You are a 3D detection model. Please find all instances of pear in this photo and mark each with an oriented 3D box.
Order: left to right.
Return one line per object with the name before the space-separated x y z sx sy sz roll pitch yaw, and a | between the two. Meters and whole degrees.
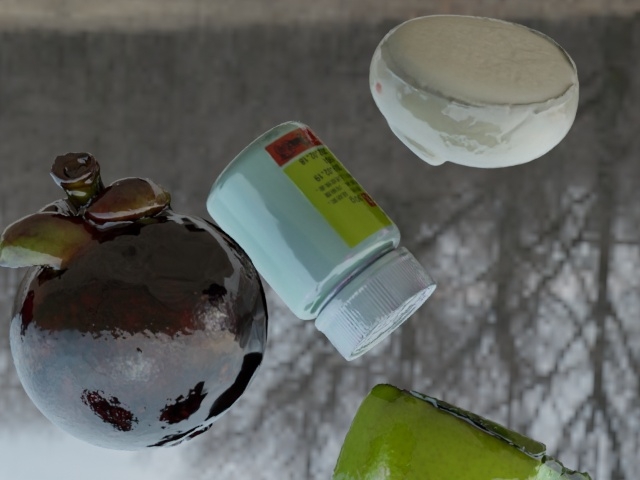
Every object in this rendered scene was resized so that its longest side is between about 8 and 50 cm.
pear | 0.127 0.300 1.756 0.292 0.292 0.159 1 -165 -38

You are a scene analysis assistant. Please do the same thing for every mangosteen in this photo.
mangosteen | -0.164 0.047 1.517 0.228 0.265 0.228 -22 -170 4

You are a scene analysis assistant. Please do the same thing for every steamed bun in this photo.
steamed bun | 0.164 -0.155 1.954 0.228 0.130 0.177 11 -138 0

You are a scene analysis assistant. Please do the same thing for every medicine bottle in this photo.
medicine bottle | 0.000 0.000 1.825 0.139 0.225 0.139 -39 169 -9
